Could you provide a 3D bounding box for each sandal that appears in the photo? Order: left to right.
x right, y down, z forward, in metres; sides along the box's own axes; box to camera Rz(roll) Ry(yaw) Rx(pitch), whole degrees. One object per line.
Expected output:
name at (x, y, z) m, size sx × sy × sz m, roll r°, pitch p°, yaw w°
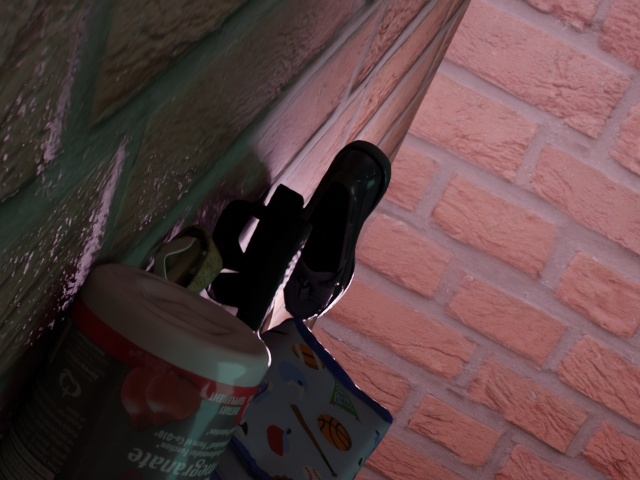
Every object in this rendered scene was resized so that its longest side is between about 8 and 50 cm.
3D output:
sandal at (-0.093, 0.016, 1.543) m, size 0.168 × 0.107 × 0.446 m, roll -63°, pitch -173°, yaw 7°

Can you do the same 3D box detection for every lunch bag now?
lunch bag at (-0.150, 0.303, 1.467) m, size 0.385 × 0.239 × 0.328 m, roll -45°, pitch 174°, yaw 24°

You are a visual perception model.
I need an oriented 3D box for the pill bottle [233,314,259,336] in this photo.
pill bottle at (-0.129, 0.220, 1.752) m, size 0.121 × 0.121 × 0.221 m, roll -55°, pitch 151°, yaw -47°

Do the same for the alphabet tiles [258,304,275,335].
alphabet tiles at (-0.115, 0.170, 1.996) m, size 0.284 × 0.021 × 0.278 m, roll -82°, pitch -169°, yaw -52°

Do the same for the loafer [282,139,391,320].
loafer at (0.000, 0.000, 1.672) m, size 0.095 × 0.109 × 0.303 m, roll -44°, pitch 162°, yaw -51°

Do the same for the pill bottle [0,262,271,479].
pill bottle at (-0.189, 0.195, 1.079) m, size 0.319 × 0.176 × 0.176 m, roll -62°, pitch 174°, yaw 7°

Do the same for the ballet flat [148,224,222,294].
ballet flat at (-0.165, 0.051, 1.240) m, size 0.206 × 0.073 × 0.067 m, roll -58°, pitch 147°, yaw -50°
